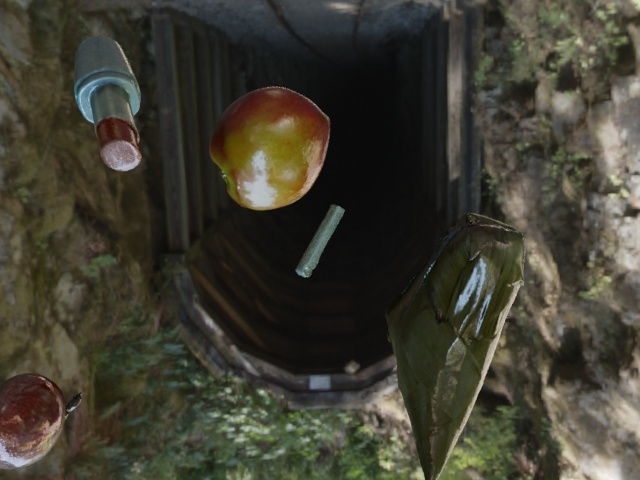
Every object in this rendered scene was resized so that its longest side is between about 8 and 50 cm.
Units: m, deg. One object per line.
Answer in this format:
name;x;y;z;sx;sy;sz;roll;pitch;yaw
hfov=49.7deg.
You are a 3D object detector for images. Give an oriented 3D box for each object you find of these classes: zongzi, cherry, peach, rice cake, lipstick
zongzi;0.220;0.163;1.092;0.160;0.322;0.360;17;-139;-8
cherry;-0.337;0.201;0.822;0.090;0.106;0.225;18;-177;-1
peach;-0.076;-0.152;1.092;0.198;0.197;0.197;-3;-168;1
rice cake;0.000;0.000;1.029;0.022;0.121;0.022;38;163;-32
lipstick;-0.224;-0.148;0.734;0.068;0.061;0.274;-13;-143;-13
